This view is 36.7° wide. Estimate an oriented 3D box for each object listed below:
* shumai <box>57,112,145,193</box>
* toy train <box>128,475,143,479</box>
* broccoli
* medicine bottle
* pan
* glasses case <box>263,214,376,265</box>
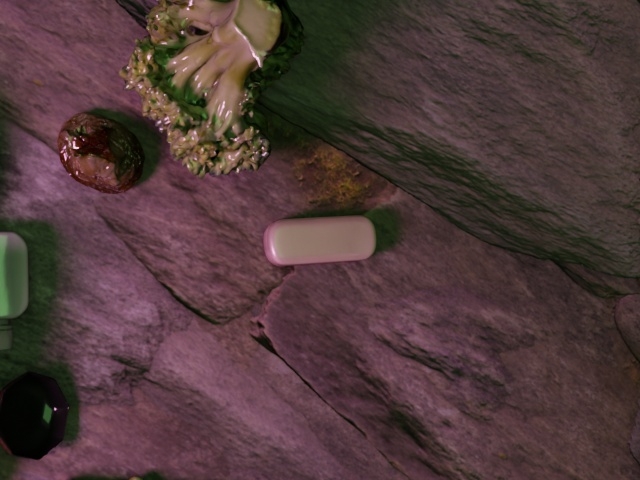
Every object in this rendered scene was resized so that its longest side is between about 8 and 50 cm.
[{"bbox_3d":[-0.345,-0.141,1.560,0.139,0.105,0.123,46,68,-36],"label":"shumai"},{"bbox_3d":[-0.304,0.472,1.514,0.307,0.126,0.189,8,50,-17],"label":"toy train"},{"bbox_3d":[-0.165,-0.308,1.543,0.277,0.317,0.338,21,47,-17],"label":"broccoli"},{"bbox_3d":[-0.511,0.078,1.491,0.119,0.069,0.183,-2,84,-19],"label":"medicine bottle"},{"bbox_3d":[-0.473,0.258,1.455,0.202,0.048,0.128,33,54,-50],"label":"pan"},{"bbox_3d":[0.000,0.000,1.676,0.196,0.050,0.083,-2,88,-18],"label":"glasses case"}]
